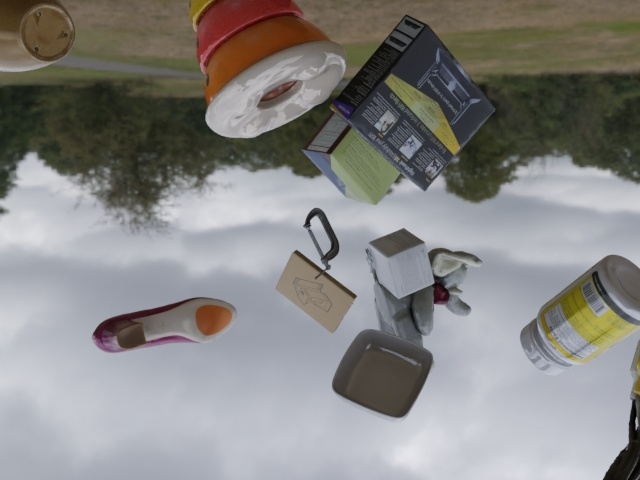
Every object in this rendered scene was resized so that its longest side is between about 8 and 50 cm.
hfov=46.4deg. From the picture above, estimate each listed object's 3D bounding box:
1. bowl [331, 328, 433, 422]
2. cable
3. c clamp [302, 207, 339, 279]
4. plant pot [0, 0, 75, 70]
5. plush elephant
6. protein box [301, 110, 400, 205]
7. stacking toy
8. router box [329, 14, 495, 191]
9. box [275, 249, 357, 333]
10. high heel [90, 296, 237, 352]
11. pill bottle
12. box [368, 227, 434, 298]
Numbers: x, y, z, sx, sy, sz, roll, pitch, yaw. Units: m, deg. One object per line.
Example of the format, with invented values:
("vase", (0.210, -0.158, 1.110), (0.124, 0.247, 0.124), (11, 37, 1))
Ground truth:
("bowl", (0.103, 0.225, 1.224), (0.142, 0.053, 0.142), (19, -123, 21))
("cable", (0.373, 0.224, 0.894), (0.072, 0.139, 0.287), (23, -117, 32))
("c clamp", (0.000, 0.000, 1.897), (0.022, 0.160, 0.137), (-16, -169, 41))
("plant pot", (-0.633, -0.454, 1.570), (0.237, 0.237, 0.254), (-11, -153, -44))
("plush elephant", (0.272, 0.128, 1.892), (0.256, 0.329, 0.272), (-18, -171, -11))
("protein box", (0.104, -0.234, 1.881), (0.200, 0.201, 0.136), (45, 166, -33))
("stacking toy", (-0.186, -0.509, 1.715), (0.351, 0.479, 0.350), (-27, 171, -5))
("router box", (0.202, -0.279, 1.576), (0.309, 0.243, 0.081), (36, -173, -44))
("box", (-0.015, 0.136, 1.959), (0.201, 0.164, 0.021), (37, -135, 9))
("high heel", (-0.268, 0.147, 1.294), (0.244, 0.082, 0.117), (-16, -172, -39))
("pill bottle", (0.428, 0.127, 1.206), (0.119, 0.119, 0.208), (-10, 151, -41))
("box", (0.164, 0.045, 1.523), (0.087, 0.101, 0.101), (-21, -156, -12))
